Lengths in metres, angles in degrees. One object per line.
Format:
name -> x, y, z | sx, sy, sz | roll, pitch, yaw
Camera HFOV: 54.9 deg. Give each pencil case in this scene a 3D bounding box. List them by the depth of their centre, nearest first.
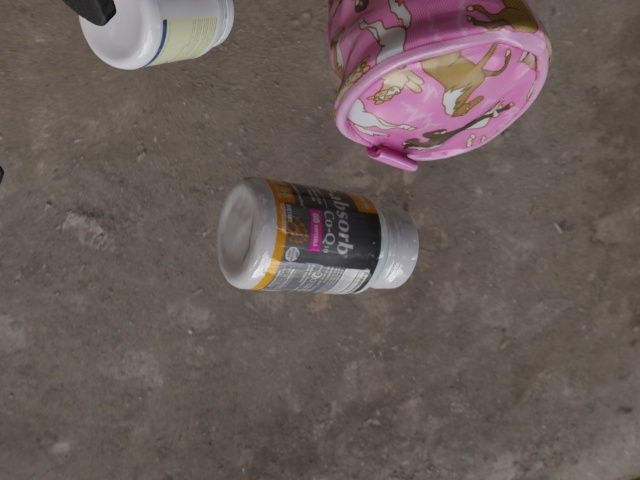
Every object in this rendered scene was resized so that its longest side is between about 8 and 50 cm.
pencil case -> 0.059, -0.256, 0.512 | 0.160, 0.167, 0.386 | -10, 68, -2

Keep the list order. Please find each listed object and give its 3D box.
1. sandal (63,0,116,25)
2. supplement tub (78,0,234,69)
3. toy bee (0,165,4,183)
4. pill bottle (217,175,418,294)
sandal -> -0.432, -0.546, 1.073 | 0.167, 0.446, 0.107 | 35, 75, -5
supplement tub -> -0.384, -0.550, 1.484 | 0.235, 0.325, 0.235 | 12, 117, 26
toy bee -> -0.627, -0.057, 0.836 | 0.298, 0.195, 0.162 | -55, 157, -18
pill bottle -> 0.000, 0.000, 0.922 | 0.278, 0.162, 0.162 | 6, 105, -32
